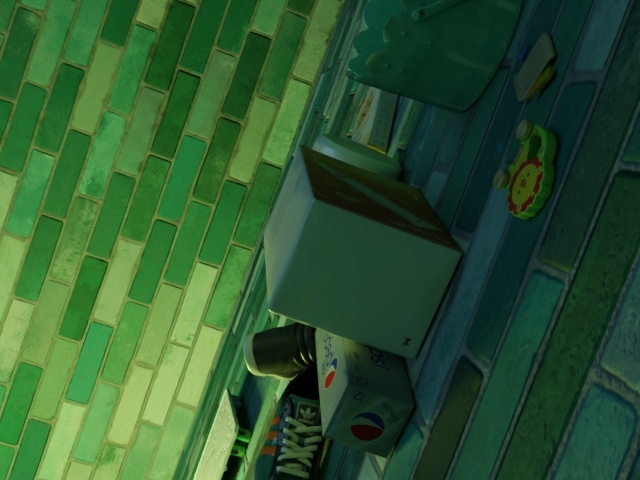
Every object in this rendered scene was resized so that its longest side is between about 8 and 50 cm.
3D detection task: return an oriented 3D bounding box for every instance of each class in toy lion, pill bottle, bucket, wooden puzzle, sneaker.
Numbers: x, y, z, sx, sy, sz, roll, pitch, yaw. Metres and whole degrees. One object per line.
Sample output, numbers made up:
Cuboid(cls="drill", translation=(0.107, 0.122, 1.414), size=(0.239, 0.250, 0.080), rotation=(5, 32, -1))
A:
Cuboid(cls="toy lion", translation=(0.234, -0.076, 0.995), size=(0.096, 0.034, 0.100), rotation=(-119, 49, -67))
Cuboid(cls="pill bottle", translation=(0.019, -0.029, 1.642), size=(0.169, 0.169, 0.302), rotation=(-108, 38, -73))
Cuboid(cls="bucket", translation=(0.174, -0.338, 1.358), size=(0.281, 0.183, 0.281), rotation=(-161, 90, -79))
Cuboid(cls="wooden puzzle", translation=(0.268, -0.215, 1.115), size=(0.116, 0.014, 0.078), rotation=(-81, 19, -44))
Cuboid(cls="sneaker", translation=(-0.024, 0.204, 1.685), size=(0.296, 0.146, 0.105), rotation=(18, -118, -72))
Cuboid(cls="sneaker", translation=(-0.042, 0.327, 1.481), size=(0.302, 0.108, 0.121), rotation=(-83, 12, -56))

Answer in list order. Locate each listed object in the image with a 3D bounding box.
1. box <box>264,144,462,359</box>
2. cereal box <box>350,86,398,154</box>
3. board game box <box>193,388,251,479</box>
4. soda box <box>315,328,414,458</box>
Cuboid(cls="box", translation=(0.045, 0.003, 1.314), size=(0.345, 0.215, 0.168), rotation=(-105, 36, -71))
Cuboid(cls="cereal box", translation=(0.110, -0.245, 1.901), size=(0.173, 0.047, 0.240), rotation=(126, 161, -57))
Cuboid(cls="board game box", translation=(-0.280, 0.624, 2.356), size=(0.390, 0.050, 0.390), rotation=(-154, 84, -79))
Cuboid(cls="soda box", translation=(0.056, 0.178, 1.268), size=(0.286, 0.098, 0.091), rotation=(-97, 30, -67))
